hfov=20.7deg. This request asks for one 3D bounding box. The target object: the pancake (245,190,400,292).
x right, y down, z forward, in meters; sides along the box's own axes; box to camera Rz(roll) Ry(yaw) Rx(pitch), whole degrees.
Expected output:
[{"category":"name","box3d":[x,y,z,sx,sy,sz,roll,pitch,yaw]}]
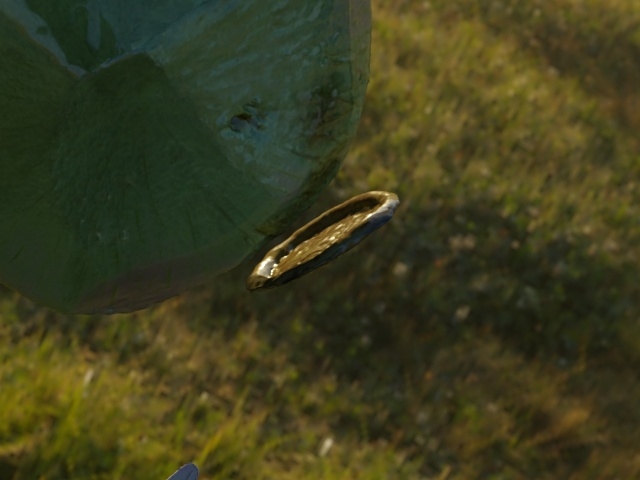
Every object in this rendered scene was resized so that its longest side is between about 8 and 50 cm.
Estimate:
[{"category":"pancake","box3d":[0.001,0.001,1.068,0.011,0.115,0.115,56,28,-11]}]

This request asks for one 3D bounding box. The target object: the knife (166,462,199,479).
[{"category":"knife","box3d":[-0.170,0.306,1.549,0.058,0.244,0.032,7,-24,29]}]

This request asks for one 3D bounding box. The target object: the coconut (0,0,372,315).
[{"category":"coconut","box3d":[-0.108,-0.114,0.996,0.281,0.328,0.328,32,29,-8]}]
